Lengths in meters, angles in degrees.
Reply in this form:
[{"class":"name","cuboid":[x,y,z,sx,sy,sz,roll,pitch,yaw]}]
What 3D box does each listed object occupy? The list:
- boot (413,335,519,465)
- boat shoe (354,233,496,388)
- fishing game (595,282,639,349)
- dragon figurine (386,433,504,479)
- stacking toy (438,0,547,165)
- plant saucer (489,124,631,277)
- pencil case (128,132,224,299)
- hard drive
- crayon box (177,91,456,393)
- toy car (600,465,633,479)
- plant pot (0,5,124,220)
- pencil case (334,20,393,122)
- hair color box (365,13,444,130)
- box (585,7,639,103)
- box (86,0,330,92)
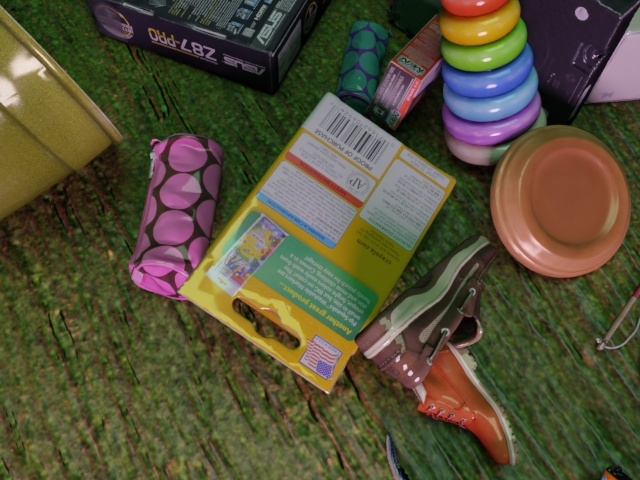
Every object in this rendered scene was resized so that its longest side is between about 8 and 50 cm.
[{"class":"boot","cuboid":[0.158,0.193,0.736,0.085,0.059,0.157,-25,57,-10]},{"class":"boat shoe","cuboid":[0.144,0.083,0.751,0.095,0.095,0.257,48,49,10]},{"class":"fishing game","cuboid":[0.472,0.158,0.765,0.264,0.041,0.189,38,66,18]},{"class":"dragon figurine","cuboid":[0.177,0.300,0.642,0.144,0.085,0.289,-25,36,-6]},{"class":"stacking toy","cuboid":[0.201,-0.253,0.802,0.141,0.330,0.141,-11,47,12]},{"class":"plant saucer","cuboid":[0.315,-0.052,0.827,0.200,0.037,0.199,1,86,-13]},{"class":"pencil case","cuboid":[-0.186,-0.033,0.830,0.098,0.095,0.209,18,58,-26]},{"class":"hard drive","cuboid":[0.244,-0.323,0.904,0.339,0.237,0.064,40,68,19]},{"class":"crayon box","cuboid":[0.000,0.000,0.791,0.203,0.083,0.323,35,66,-1]},{"class":"toy car","cuboid":[0.350,0.290,0.687,0.122,0.060,0.040,35,99,23]},{"class":"plant pot","cuboid":[-0.493,-0.130,0.760,0.366,0.366,0.353,40,81,18]},{"class":"pencil case","cuboid":[0.063,-0.252,0.960,0.065,0.070,0.151,-6,58,34]},{"class":"hair color box","cuboid":[0.135,-0.238,0.910,0.053,0.093,0.167,35,50,6]},{"class":"box","cuboid":[0.445,-0.342,0.964,0.127,0.148,0.232,-5,63,-4]},{"class":"box","cuboid":[-0.133,-0.450,1.045,0.318,0.097,0.394,21,64,8]}]
